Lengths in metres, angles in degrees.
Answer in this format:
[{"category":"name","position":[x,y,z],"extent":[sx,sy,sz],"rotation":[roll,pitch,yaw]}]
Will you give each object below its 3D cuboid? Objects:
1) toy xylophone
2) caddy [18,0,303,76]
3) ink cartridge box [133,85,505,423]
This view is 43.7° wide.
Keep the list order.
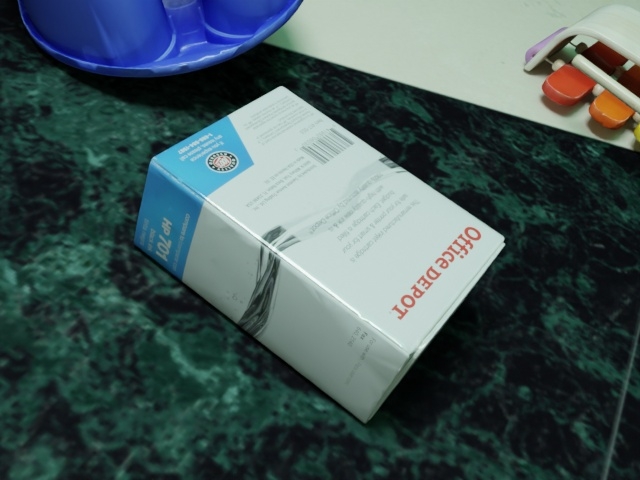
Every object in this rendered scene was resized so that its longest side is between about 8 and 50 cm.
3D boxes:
[{"category":"toy xylophone","position":[0.356,-0.136,0.820],"extent":[0.236,0.081,0.323],"rotation":[-26,62,-41]},{"category":"caddy","position":[-0.148,-0.276,0.661],"extent":[0.241,0.179,0.341],"rotation":[-18,54,-11]},{"category":"ink cartridge box","position":[0.000,0.000,0.513],"extent":[0.191,0.082,0.140],"rotation":[37,43,12]}]
